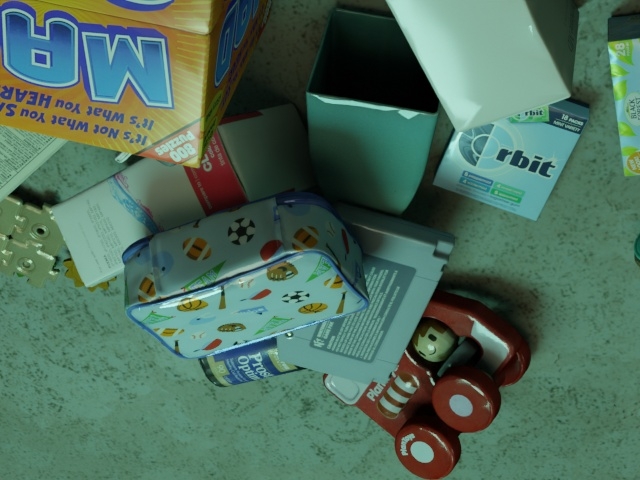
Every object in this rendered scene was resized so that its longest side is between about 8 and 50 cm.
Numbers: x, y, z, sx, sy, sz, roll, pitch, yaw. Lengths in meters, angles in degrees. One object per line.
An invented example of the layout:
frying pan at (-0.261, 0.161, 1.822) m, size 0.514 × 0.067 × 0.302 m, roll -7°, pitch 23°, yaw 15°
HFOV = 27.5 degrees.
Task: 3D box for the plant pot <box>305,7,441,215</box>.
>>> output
plant pot at (0.074, -0.151, 1.723) m, size 0.165 × 0.165 × 0.234 m, roll 10°, pitch 140°, yaw 6°

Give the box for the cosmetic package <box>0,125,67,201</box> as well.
cosmetic package at (-0.406, -0.202, 1.821) m, size 0.296 × 0.129 × 0.153 m, roll -34°, pitch 115°, yaw 33°

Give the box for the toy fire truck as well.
toy fire truck at (0.157, 0.194, 1.995) m, size 0.254 × 0.169 × 0.302 m, roll 37°, pitch 129°, yaw 8°

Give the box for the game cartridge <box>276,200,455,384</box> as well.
game cartridge at (0.048, 0.076, 1.844) m, size 0.198 × 0.062 × 0.297 m, roll 19°, pitch 130°, yaw -4°

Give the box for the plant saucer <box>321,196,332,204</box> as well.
plant saucer at (0.000, 0.000, 1.895) m, size 0.241 × 0.037 × 0.241 m, roll -2°, pitch 150°, yaw -1°

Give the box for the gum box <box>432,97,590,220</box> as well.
gum box at (0.255, -0.128, 1.771) m, size 0.157 × 0.041 × 0.184 m, roll 20°, pitch 130°, yaw -2°

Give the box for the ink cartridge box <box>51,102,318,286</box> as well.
ink cartridge box at (-0.179, -0.064, 1.800) m, size 0.306 × 0.226 × 0.131 m, roll -22°, pitch 91°, yaw 29°

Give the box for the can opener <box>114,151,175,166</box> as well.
can opener at (-0.202, -0.188, 1.682) m, size 0.093 × 0.280 × 0.074 m, roll 33°, pitch 128°, yaw -22°

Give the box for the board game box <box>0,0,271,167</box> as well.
board game box at (-0.252, -0.358, 1.505) m, size 0.356 × 0.356 × 0.356 m, roll 13°, pitch 130°, yaw 4°

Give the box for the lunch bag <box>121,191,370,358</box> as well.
lunch bag at (-0.098, 0.054, 1.694) m, size 0.303 × 0.115 × 0.243 m, roll -15°, pitch 153°, yaw 14°

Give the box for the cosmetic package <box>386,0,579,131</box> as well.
cosmetic package at (0.156, -0.344, 1.510) m, size 0.156 × 0.217 × 0.385 m, roll -19°, pitch 123°, yaw 27°

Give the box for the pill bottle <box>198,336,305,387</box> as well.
pill bottle at (-0.072, 0.147, 2.021) m, size 0.219 × 0.123 × 0.123 m, roll -15°, pitch 123°, yaw 20°

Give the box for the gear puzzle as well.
gear puzzle at (-0.472, -0.017, 2.050) m, size 0.339 × 0.044 × 0.175 m, roll 24°, pitch 129°, yaw -10°

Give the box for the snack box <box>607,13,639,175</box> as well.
snack box at (0.459, -0.188, 1.652) m, size 0.174 × 0.070 × 0.207 m, roll -4°, pitch 126°, yaw 17°

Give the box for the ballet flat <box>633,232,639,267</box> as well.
ballet flat at (0.591, -0.024, 1.743) m, size 0.342 × 0.116 × 0.124 m, roll -32°, pitch 134°, yaw 29°
